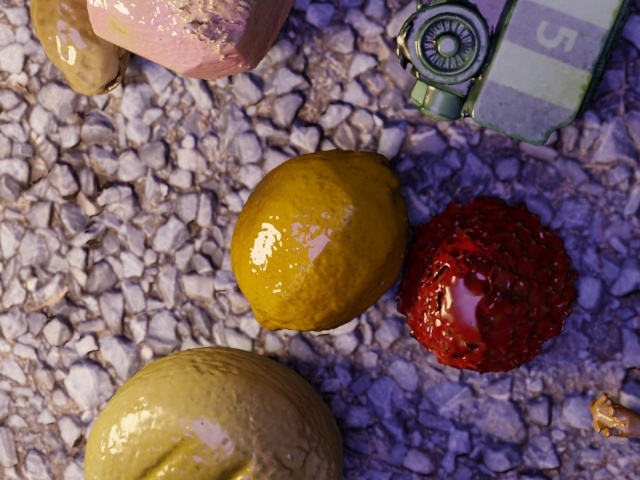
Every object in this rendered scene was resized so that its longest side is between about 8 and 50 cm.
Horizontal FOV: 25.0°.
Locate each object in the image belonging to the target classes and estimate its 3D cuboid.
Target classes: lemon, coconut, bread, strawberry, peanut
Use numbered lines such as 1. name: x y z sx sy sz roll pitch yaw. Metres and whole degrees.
1. lemon: 0.000 0.000 1.741 0.204 0.204 0.260 40 106 7
2. coconut: -0.165 -0.322 1.723 0.245 0.233 0.233 27 107 8
3. bread: -0.138 0.282 1.821 0.320 0.237 0.320 5 105 20
4. strawberry: 0.175 0.060 1.714 0.234 0.178 0.234 1 94 20
5. peanut: -0.312 -0.326 1.821 0.130 0.130 0.290 -9 99 19

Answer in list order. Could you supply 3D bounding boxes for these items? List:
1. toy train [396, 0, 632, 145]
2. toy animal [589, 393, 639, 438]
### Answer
1. toy train: 0.225 -0.264 1.648 0.238 0.167 0.299 22 108 2
2. toy animal: 0.375 0.218 1.748 0.083 0.081 0.060 7 96 -20
